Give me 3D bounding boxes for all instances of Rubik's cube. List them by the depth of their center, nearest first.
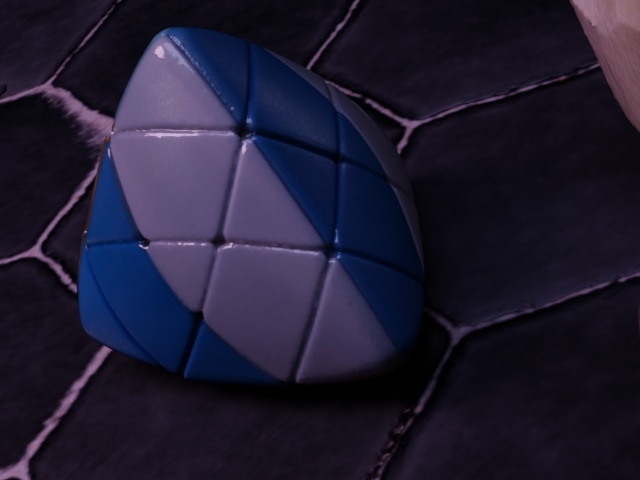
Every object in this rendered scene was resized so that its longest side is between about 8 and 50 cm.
[{"bbox_3d":[0.000,0.000,1.252,0.254,0.254,0.254,-16,34,11],"label":"Rubik's cube"}]

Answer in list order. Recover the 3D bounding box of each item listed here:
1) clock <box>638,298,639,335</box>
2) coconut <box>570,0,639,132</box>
[{"bbox_3d":[0.267,0.037,0.931,0.235,0.235,0.029,-13,36,15],"label":"clock"},{"bbox_3d":[0.265,-0.179,1.208,0.237,0.266,0.237,-14,43,13],"label":"coconut"}]
